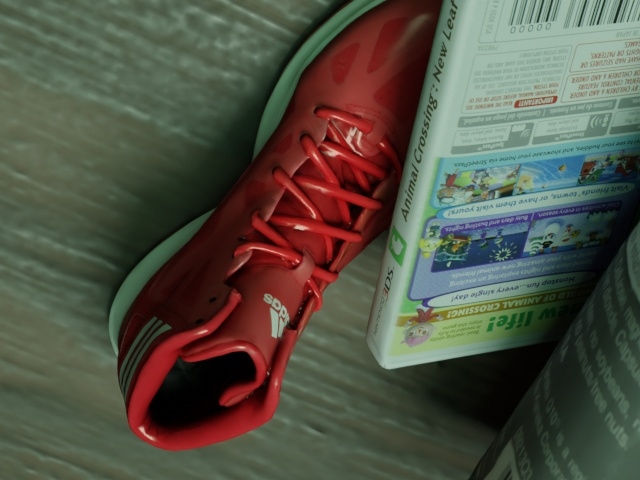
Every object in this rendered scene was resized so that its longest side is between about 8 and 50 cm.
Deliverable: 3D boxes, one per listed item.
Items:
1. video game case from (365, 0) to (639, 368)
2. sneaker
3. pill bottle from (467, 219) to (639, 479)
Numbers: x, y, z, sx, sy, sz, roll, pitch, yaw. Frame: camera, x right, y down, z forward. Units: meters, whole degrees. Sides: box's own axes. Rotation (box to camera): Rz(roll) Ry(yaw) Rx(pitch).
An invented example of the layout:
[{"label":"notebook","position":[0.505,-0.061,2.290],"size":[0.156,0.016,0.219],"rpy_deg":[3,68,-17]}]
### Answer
[{"label":"video game case","position":[0.131,-0.040,0.744],"size":[0.212,0.023,0.193],"rpy_deg":[-8,133,-22]},{"label":"sneaker","position":[0.000,0.000,0.750],"size":[0.087,0.128,0.221],"rpy_deg":[32,106,-18]},{"label":"pill bottle","position":[0.207,0.040,0.692],"size":[0.204,0.204,0.361],"rpy_deg":[22,120,-15]}]
